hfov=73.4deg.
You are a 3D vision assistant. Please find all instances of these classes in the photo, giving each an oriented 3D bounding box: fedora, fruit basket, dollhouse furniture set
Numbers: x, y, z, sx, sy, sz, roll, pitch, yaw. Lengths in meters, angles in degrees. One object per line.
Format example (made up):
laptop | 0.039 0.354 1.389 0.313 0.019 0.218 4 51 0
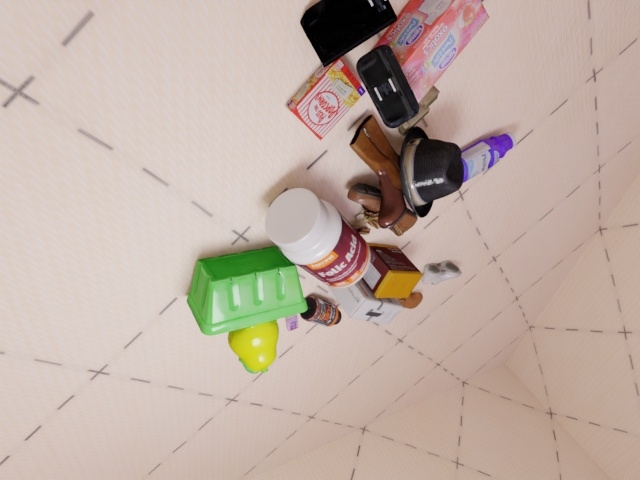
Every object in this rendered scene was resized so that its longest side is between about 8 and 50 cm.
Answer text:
fedora | 0.386 -0.234 1.422 0.333 0.152 0.335 7 81 -57
fruit basket | -0.240 0.241 1.451 0.391 0.283 0.393 -14 120 -26
dollhouse furniture set | 0.278 -0.443 1.374 0.144 0.123 0.151 -43 174 7

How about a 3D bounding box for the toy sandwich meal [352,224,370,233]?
toy sandwich meal | 0.146 -0.037 1.631 0.085 0.029 0.085 -4 172 -1

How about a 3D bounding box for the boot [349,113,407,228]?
boot | 0.186 -0.211 1.350 0.280 0.096 0.264 45 63 -35

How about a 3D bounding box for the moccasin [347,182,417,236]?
moccasin | 0.217 -0.101 1.583 0.380 0.139 0.147 20 106 -55

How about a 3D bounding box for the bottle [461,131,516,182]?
bottle | 0.632 -0.331 1.676 0.282 0.092 0.118 -29 138 -9

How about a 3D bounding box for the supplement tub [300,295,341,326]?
supplement tub | 0.008 0.307 1.829 0.106 0.106 0.197 -48 139 13

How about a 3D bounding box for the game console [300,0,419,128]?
game console | 0.122 -0.453 1.088 0.213 0.044 0.362 -30 106 6

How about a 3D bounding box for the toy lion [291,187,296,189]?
toy lion | -0.102 -0.113 1.417 0.100 0.034 0.096 -34 146 -4

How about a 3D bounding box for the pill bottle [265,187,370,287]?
pill bottle | 0.000 0.000 1.416 0.224 0.224 0.392 -42 145 6

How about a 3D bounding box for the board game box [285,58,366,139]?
board game box | 0.017 -0.402 1.215 0.193 0.045 0.146 -46 139 10

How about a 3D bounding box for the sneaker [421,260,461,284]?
sneaker | 0.594 0.170 2.139 0.231 0.091 0.115 0 134 -24

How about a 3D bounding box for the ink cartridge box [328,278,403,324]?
ink cartridge box | 0.191 0.237 1.819 0.272 0.197 0.114 20 115 -44

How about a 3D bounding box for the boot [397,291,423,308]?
boot | 0.425 0.274 2.118 0.197 0.073 0.153 -26 134 -16

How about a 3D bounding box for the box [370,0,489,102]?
box | 0.287 -0.551 1.183 0.142 0.154 0.300 25 111 -46

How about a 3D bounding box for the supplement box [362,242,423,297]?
supplement box | 0.276 0.124 1.774 0.191 0.194 0.129 5 124 -38

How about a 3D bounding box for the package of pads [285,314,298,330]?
package of pads | -0.122 0.347 1.830 0.050 0.032 0.083 -18 136 -17
